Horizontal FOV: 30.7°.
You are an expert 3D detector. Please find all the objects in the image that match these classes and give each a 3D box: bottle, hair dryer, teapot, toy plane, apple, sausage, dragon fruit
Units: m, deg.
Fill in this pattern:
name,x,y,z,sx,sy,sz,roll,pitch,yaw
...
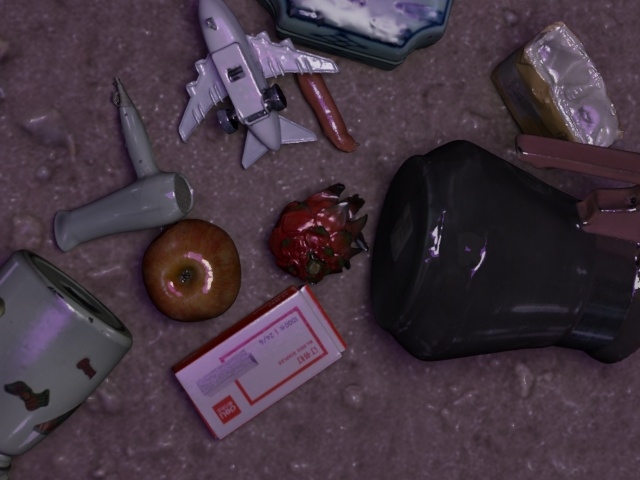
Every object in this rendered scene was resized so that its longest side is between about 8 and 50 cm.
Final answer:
name,x,y,z,sx,sy,sz,roll,pitch,yaw
bottle,-0.446,0.197,1.580,0.229,0.229,0.351,41,89,-3
hair dryer,-0.295,-0.118,1.667,0.206,0.075,0.237,-14,74,17
teapot,0.285,0.009,1.587,0.362,0.376,0.305,9,47,-14
toy plane,-0.108,-0.231,1.643,0.251,0.101,0.255,-22,107,12
apple,-0.179,0.045,1.641,0.146,0.131,0.146,0,94,-3
sausage,0.007,-0.197,1.711,0.042,0.036,0.158,-29,92,2
dragon fruit,-0.004,-0.006,1.665,0.142,0.130,0.121,-24,84,-39

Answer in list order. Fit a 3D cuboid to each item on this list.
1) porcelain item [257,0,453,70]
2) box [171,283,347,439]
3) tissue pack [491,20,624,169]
name,x,y,z,sx,sy,sz,roll,pitch,yaw
porcelain item,0.061,-0.406,1.663,0.282,0.157,0.285,17,87,-3
box,-0.087,0.171,1.680,0.229,0.050,0.123,-33,100,-5
tissue pack,0.332,-0.199,1.649,0.090,0.222,0.186,-30,92,-3
